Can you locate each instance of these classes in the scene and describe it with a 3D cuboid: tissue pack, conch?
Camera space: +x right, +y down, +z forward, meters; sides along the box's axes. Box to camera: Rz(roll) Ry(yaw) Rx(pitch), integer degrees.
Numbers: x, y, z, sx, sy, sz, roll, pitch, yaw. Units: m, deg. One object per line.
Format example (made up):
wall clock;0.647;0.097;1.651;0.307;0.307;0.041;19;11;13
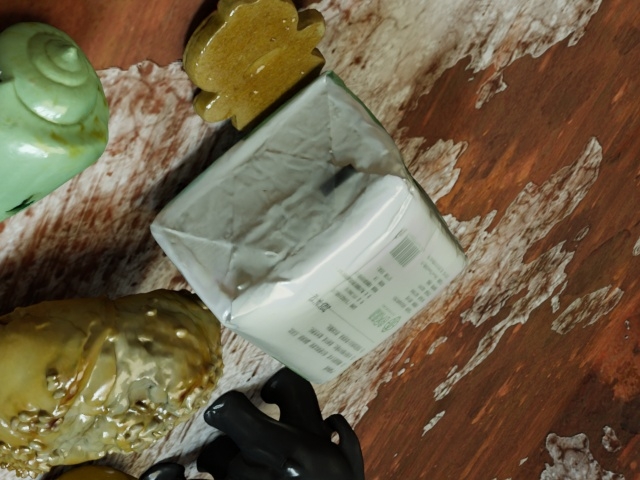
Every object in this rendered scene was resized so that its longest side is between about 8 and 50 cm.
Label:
tissue pack;-0.001;-0.001;1.758;0.266;0.194;0.356;-40;158;2
conch;-0.294;-0.086;1.350;0.250;0.137;0.143;-32;-175;18

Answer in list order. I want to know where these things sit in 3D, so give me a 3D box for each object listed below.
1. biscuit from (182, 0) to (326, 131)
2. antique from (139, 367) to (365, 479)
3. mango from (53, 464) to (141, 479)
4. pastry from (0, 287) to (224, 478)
biscuit;-0.071;-0.190;1.572;0.166;0.036;0.225;-39;157;4
antique;-0.082;0.358;2.134;0.322;0.255;0.185;-44;156;5
mango;-0.293;0.362;1.985;0.151;0.120;0.221;-45;162;-1
pastry;-0.240;0.155;1.637;0.310;0.162;0.255;-4;160;-40
